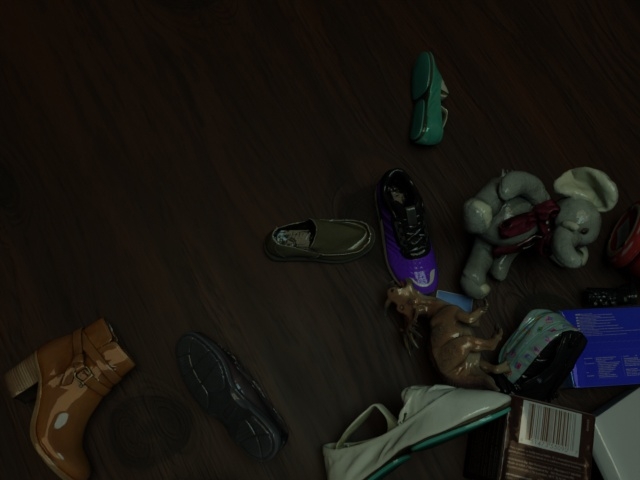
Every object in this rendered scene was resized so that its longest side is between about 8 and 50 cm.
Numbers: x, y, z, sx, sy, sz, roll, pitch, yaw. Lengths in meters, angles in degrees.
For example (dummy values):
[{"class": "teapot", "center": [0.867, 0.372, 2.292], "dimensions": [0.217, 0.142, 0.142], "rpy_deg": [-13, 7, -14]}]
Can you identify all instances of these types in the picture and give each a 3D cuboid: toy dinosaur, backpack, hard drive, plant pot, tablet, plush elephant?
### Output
[{"class": "toy dinosaur", "center": [0.255, 0.207, 1.139], "dimensions": [0.200, 0.127, 0.296], "rpy_deg": [-20, 47, 4]}, {"class": "backpack", "center": [0.446, 0.233, 1.153], "dimensions": [0.151, 0.115, 0.182], "rpy_deg": [17, 109, -37]}, {"class": "hard drive", "center": [0.646, 0.490, 1.102], "dimensions": [0.232, 0.047, 0.353], "rpy_deg": [-7, 70, -41]}, {"class": "plant pot", "center": [0.748, 0.009, 1.242], "dimensions": [0.174, 0.191, 0.191], "rpy_deg": [26, 73, 7]}, {"class": "tablet", "center": [0.297, 0.144, 1.263], "dimensions": [0.083, 0.006, 0.054], "rpy_deg": [12, 72, -1]}, {"class": "plush elephant", "center": [0.463, -0.027, 1.192], "dimensions": [0.255, 0.272, 0.330], "rpy_deg": [16, 45, 27]}]

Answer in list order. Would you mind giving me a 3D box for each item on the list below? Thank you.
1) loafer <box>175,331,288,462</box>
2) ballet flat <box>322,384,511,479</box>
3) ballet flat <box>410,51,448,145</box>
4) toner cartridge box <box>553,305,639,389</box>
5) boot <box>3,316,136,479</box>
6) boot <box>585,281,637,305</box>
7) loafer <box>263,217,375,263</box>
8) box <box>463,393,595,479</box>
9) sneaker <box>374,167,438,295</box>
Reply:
[{"class": "loafer", "center": [-0.179, 0.309, 1.150], "dimensions": [0.109, 0.095, 0.302], "rpy_deg": [-46, 74, 15]}, {"class": "ballet flat", "center": [0.155, 0.349, 1.057], "dimensions": [0.400, 0.139, 0.139], "rpy_deg": [-37, 76, 20]}, {"class": "ballet flat", "center": [0.269, -0.339, 1.384], "dimensions": [0.087, 0.083, 0.248], "rpy_deg": [14, 71, -25]}, {"class": "toner cartridge box", "center": [0.681, 0.228, 1.228], "dimensions": [0.347, 0.075, 0.165], "rpy_deg": [-2, 72, -5]}, {"class": "boot", "center": [-0.460, 0.312, 1.120], "dimensions": [0.220, 0.109, 0.284], "rpy_deg": [-31, 70, -16]}, {"class": "boot", "center": [0.648, 0.120, 1.264], "dimensions": [0.099, 0.121, 0.045], "rpy_deg": [-2, 95, 26]}, {"class": "loafer", "center": [0.000, 0.000, 1.245], "dimensions": [0.250, 0.087, 0.095], "rpy_deg": [-7, 73, -6]}, {"class": "box", "center": [0.394, 0.399, 1.087], "dimensions": [0.168, 0.203, 0.167], "rpy_deg": [13, 72, 1]}, {"class": "sneaker", "center": [0.187, -0.026, 1.235], "dimensions": [0.102, 0.146, 0.294], "rpy_deg": [-14, 74, -8]}]
